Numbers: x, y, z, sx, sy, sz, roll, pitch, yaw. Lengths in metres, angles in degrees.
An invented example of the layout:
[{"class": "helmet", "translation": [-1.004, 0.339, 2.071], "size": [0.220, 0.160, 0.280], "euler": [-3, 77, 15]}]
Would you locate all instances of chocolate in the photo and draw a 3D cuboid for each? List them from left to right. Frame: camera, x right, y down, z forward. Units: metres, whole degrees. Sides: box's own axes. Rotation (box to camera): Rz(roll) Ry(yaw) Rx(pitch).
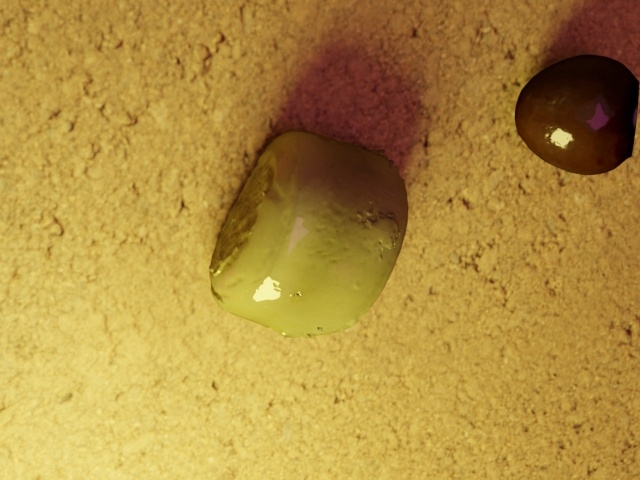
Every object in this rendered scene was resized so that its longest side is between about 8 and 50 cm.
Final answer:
[{"class": "chocolate", "translation": [0.344, -0.170, 1.917], "size": [0.176, 0.177, 0.177], "euler": [-7, 112, -19]}]

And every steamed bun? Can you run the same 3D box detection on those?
[{"class": "steamed bun", "translation": [0.000, 0.000, 1.829], "size": [0.232, 0.166, 0.273], "euler": [25, 99, -25]}]
